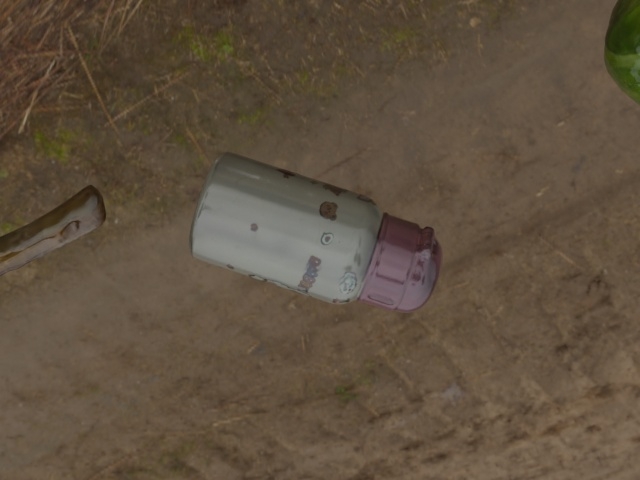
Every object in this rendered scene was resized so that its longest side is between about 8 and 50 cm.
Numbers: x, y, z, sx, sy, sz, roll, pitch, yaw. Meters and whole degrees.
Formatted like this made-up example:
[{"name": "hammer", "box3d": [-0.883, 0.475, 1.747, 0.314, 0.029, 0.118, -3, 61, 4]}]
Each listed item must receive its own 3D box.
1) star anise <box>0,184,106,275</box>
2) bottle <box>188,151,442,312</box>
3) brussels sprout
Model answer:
[{"name": "star anise", "box3d": [-0.325, -0.007, 0.392, 0.349, 0.109, 0.292, 19, 144, -42]}, {"name": "bottle", "box3d": [0.000, 0.000, 0.689, 0.233, 0.110, 0.110, 18, 130, -2]}, {"name": "brussels sprout", "box3d": [0.535, -0.321, 1.040, 0.210, 0.219, 0.271, 39, 158, 9]}]
